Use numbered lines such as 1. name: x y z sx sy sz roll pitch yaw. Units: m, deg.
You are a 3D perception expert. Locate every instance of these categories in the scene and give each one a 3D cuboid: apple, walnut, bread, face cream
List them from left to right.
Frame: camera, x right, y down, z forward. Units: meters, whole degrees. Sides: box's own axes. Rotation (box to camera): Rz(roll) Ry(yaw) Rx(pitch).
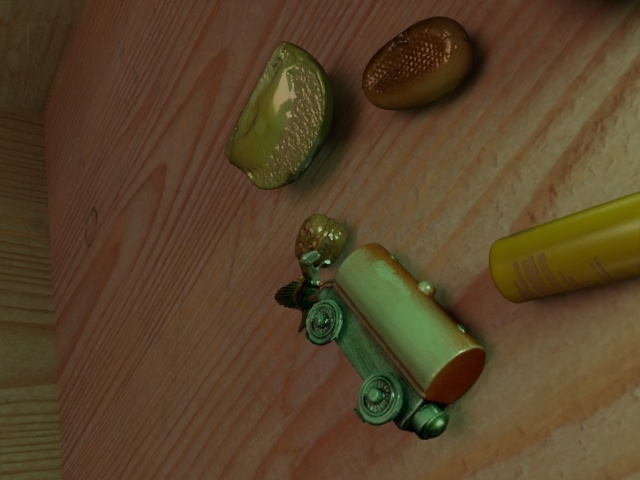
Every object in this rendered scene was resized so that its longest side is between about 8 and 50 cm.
1. apple: -0.049 -0.198 1.102 0.193 0.120 0.265 55 128 29
2. walnut: 0.000 0.000 1.012 0.096 0.079 0.082 -60 0 36
3. bread: 0.141 -0.248 0.889 0.189 0.077 0.114 -13 90 50
4. face cream: 0.296 -0.002 0.610 0.273 0.078 0.078 -25 62 48

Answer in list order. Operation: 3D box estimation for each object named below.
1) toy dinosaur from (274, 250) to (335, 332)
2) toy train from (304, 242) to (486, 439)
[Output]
1. toy dinosaur: -0.028 0.088 1.001 0.187 0.106 0.044 -46 47 36
2. toy train: 0.095 0.124 0.834 0.177 0.116 0.285 -54 41 12
